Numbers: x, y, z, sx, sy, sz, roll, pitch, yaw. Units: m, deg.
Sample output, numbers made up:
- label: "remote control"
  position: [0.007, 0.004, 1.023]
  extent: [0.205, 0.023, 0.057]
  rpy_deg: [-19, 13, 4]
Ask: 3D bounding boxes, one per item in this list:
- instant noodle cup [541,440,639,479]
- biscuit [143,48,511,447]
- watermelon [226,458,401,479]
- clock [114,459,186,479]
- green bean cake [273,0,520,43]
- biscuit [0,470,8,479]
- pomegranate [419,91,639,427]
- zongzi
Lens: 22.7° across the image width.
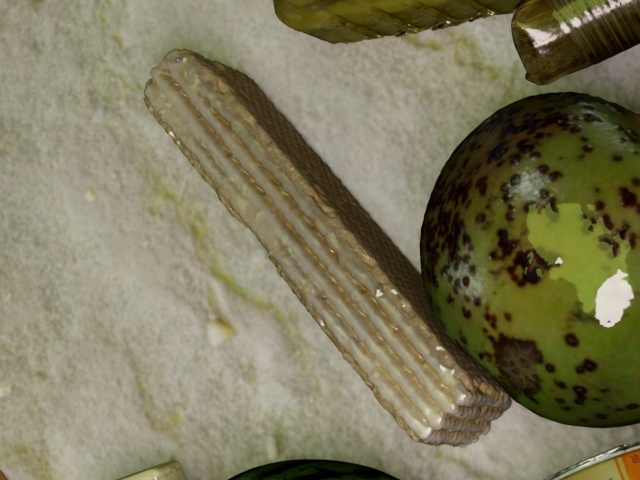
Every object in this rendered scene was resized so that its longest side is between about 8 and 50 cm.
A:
- label: "instant noodle cup"
  position: [0.252, 0.282, 1.175]
  extent: [0.296, 0.296, 0.214]
  rpy_deg: [-29, 63, 17]
- label: "biscuit"
  position: [0.000, 0.000, 1.395]
  extent: [0.078, 0.144, 0.426]
  rpy_deg: [-45, 67, 12]
- label: "watermelon"
  position: [-0.004, 0.318, 1.271]
  extent: [0.285, 0.285, 0.285]
  rpy_deg: [-4, 80, 23]
- label: "clock"
  position: [-0.267, 0.361, 1.452]
  extent: [0.379, 0.120, 0.277]
  rpy_deg: [-17, 86, 12]
- label: "green bean cake"
  position: [0.061, -0.305, 1.419]
  extent: [0.236, 0.124, 0.233]
  rpy_deg: [-8, 85, 26]
- label: "biscuit"
  position: [-0.398, 0.297, 1.577]
  extent: [0.236, 0.040, 0.144]
  rpy_deg: [-8, 73, 20]
- label: "pomegranate"
  position: [0.239, -0.026, 1.217]
  extent: [0.285, 0.285, 0.341]
  rpy_deg: [43, 105, 23]
- label: "zongzi"
  position: [0.241, -0.199, 1.273]
  extent: [0.187, 0.184, 0.084]
  rpy_deg: [-21, 100, 12]
